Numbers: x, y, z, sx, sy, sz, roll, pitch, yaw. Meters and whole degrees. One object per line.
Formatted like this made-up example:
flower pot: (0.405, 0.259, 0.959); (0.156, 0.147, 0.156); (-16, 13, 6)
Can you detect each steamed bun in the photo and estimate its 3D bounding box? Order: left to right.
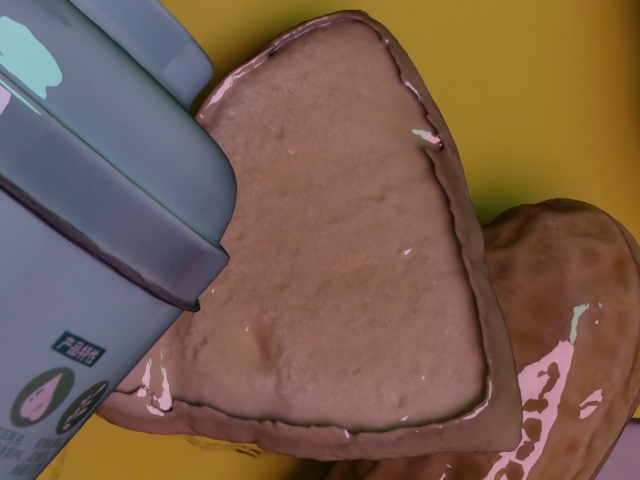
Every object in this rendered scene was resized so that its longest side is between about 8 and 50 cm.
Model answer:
steamed bun: (-0.024, 0.018, 0.640); (0.212, 0.110, 0.231); (-15, 69, 6)

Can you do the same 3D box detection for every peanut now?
peanut: (0.068, 0.122, 0.704); (0.325, 0.153, 0.140); (-55, 157, 9)

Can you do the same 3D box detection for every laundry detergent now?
laundry detergent: (-0.204, -0.007, 0.470); (0.287, 0.287, 0.305); (42, 88, -27)

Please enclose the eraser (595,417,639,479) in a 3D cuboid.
eraser: (0.133, 0.269, 0.819); (0.089, 0.061, 0.352); (4, 104, -23)
